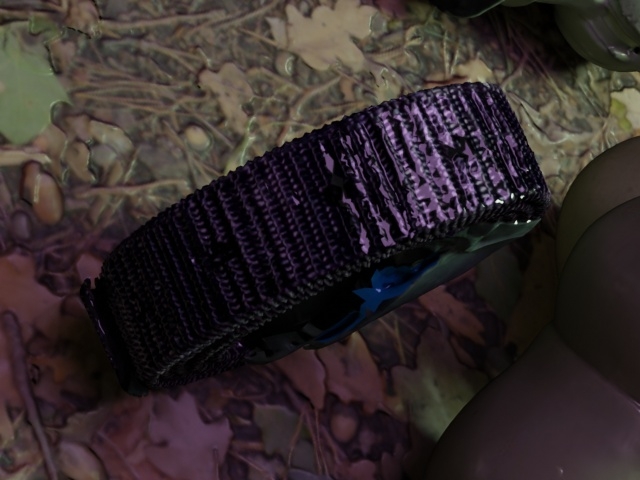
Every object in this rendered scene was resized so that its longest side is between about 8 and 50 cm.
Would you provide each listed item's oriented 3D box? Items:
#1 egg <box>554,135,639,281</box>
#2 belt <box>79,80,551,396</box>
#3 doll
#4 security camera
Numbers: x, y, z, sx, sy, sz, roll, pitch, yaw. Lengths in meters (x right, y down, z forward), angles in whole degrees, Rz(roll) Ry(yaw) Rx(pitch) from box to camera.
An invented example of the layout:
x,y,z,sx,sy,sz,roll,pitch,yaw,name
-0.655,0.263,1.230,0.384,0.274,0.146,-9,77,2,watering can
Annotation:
x,y,z,sx,sy,sz,roll,pitch,yaw,name
0.317,0.026,1.389,0.269,0.219,0.219,44,53,-15,egg
0.000,0.000,1.142,0.260,0.325,0.122,-4,67,-60,belt
0.217,0.133,1.211,0.226,0.370,0.215,34,12,-34,doll
0.240,-0.265,1.497,0.277,0.197,0.191,27,48,-27,security camera
